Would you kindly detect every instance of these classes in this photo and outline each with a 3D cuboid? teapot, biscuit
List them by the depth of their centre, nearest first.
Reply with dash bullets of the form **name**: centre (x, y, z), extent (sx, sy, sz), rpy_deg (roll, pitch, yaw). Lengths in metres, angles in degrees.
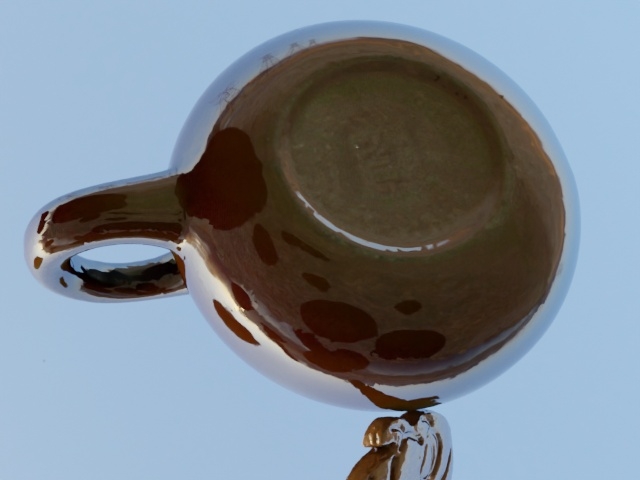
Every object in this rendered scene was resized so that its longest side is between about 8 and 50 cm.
- **biscuit**: centre (0.031, 0.105, 0.507), extent (0.091, 0.015, 0.078), rpy_deg (-43, -44, -44)
- **teapot**: centre (0.000, 0.000, 0.543), extent (0.252, 0.135, 0.178), rpy_deg (-6, -122, -11)
